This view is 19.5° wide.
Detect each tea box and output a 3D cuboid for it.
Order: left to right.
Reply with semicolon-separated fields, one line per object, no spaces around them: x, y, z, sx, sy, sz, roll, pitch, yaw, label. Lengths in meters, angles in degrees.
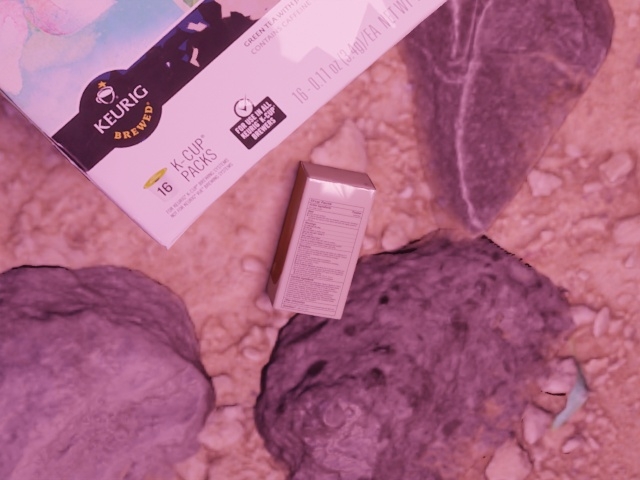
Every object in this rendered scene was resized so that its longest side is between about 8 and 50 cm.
-0.103;-0.238;1.260;0.329;0.220;0.323;-42;112;7;tea box

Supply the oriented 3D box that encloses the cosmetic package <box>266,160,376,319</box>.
0.000;0.000;1.478;0.060;0.041;0.115;11;109;-15;cosmetic package
